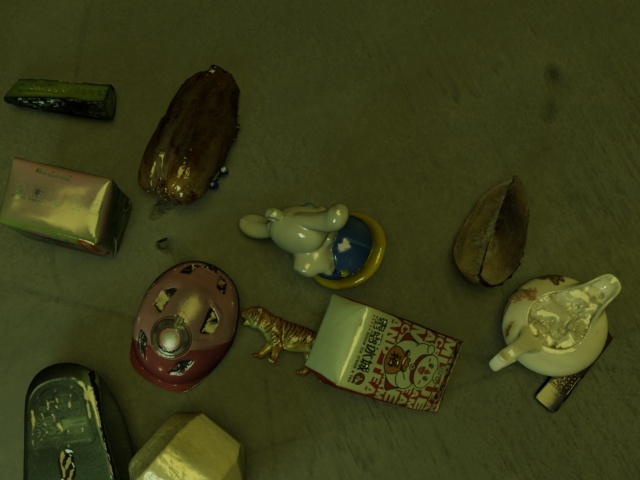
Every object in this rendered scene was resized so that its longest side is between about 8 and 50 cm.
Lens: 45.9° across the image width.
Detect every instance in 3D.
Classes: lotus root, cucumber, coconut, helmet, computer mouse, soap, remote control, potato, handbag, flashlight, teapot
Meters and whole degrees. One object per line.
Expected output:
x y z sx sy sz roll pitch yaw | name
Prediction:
-0.256 -0.233 1.549 0.167 0.078 0.329 17 67 -1 | lotus root
-0.539 -0.289 1.575 0.212 0.062 0.078 3 45 2 | cucumber
-0.228 0.431 1.380 0.222 0.202 0.202 42 79 7 | coconut
-0.262 0.159 1.461 0.198 0.154 0.253 28 74 0 | helmet
-0.450 0.414 1.410 0.203 0.114 0.373 -7 83 0 | computer mouse
-0.490 -0.060 1.467 0.200 0.182 0.138 14 79 -1 | soap
0.522 0.259 1.557 0.059 0.028 0.212 41 79 8 | remote control
0.353 0.002 1.579 0.120 0.100 0.261 45 59 -33 | potato
0.138 0.231 1.470 0.298 0.151 0.171 24 85 -28 | handbag
-0.254 -0.157 1.577 0.121 0.035 0.057 33 79 2 | flashlight
0.459 0.173 1.503 0.298 0.139 0.204 -38 76 -8 | teapot

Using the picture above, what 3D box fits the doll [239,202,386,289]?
-0.021 0.012 1.496 0.311 0.243 0.159 5 88 38 | doll

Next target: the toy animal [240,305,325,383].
-0.056 0.209 1.509 0.241 0.057 0.099 21 78 1 | toy animal
